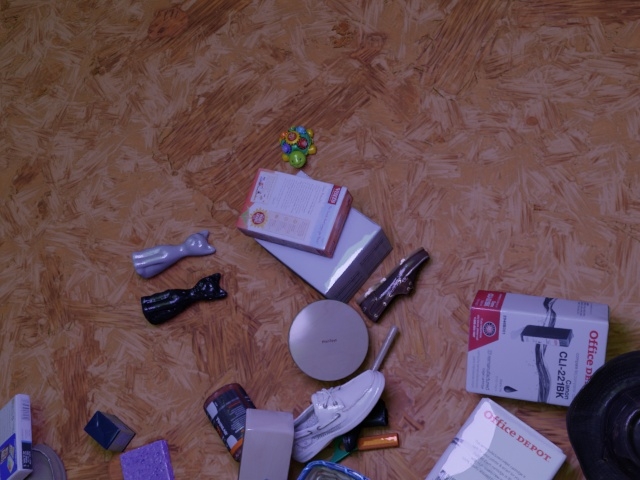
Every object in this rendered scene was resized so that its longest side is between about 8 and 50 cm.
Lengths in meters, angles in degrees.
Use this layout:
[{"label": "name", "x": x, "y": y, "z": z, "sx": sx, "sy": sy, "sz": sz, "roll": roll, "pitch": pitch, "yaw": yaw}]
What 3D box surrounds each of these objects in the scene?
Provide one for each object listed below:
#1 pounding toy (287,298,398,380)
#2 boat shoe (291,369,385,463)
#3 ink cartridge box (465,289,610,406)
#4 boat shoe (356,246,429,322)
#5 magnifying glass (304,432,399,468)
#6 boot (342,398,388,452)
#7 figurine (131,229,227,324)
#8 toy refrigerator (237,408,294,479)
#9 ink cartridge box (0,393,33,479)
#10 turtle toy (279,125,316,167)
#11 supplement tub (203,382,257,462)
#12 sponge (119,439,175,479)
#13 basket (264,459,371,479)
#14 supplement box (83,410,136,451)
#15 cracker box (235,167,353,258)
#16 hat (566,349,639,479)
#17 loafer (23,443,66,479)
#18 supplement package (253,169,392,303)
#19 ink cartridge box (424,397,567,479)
[{"label": "pounding toy", "x": 0.038, "y": 0.241, "z": 1.771, "sx": 0.237, "sy": 0.110, "sz": 0.183, "roll": 21, "pitch": 78, "yaw": -3}, {"label": "boat shoe", "x": 0.018, "y": 0.368, "z": 1.662, "sx": 0.277, "sy": 0.096, "sz": 0.098, "roll": -43, "pitch": 19, "yaw": 9}, {"label": "ink cartridge box", "x": 0.449, "y": 0.224, "z": 1.589, "sx": 0.273, "sy": 0.114, "sz": 0.197, "roll": 5, "pitch": 107, "yaw": 18}, {"label": "boat shoe", "x": 0.181, "y": 0.106, "z": 1.789, "sx": 0.207, "sy": 0.073, "sz": 0.073, "roll": -44, "pitch": 66, "yaw": 5}, {"label": "magnifying glass", "x": 0.061, "y": 0.458, "z": 1.716, "sx": 0.231, "sy": 0.026, "sz": 0.092, "roll": -11, "pitch": 67, "yaw": 15}, {"label": "boot", "x": 0.099, "y": 0.405, "z": 1.691, "sx": 0.099, "sy": 0.045, "sz": 0.121, "roll": -11, "pitch": 40, "yaw": 12}, {"label": "figurine", "x": -0.357, "y": 0.084, "z": 1.960, "sx": 0.209, "sy": 0.092, "sz": 0.214, "roll": -18, "pitch": 65, "yaw": 1}, {"label": "toy refrigerator", "x": -0.124, "y": 0.499, "z": 1.636, "sx": 0.102, "sy": 0.094, "sz": 0.269, "roll": 6, "pitch": 107, "yaw": -6}, {"label": "ink cartridge box", "x": -0.785, "y": 0.521, "z": 1.903, "sx": 0.208, "sy": 0.045, "sz": 0.206, "roll": -40, "pitch": 50, "yaw": 26}, {"label": "turtle toy", "x": -0.063, "y": -0.244, "z": 1.997, "sx": 0.095, "sy": 0.066, "sz": 0.130, "roll": -16, "pitch": 66, "yaw": 11}, {"label": "supplement tub", "x": -0.178, "y": 0.431, "z": 1.753, "sx": 0.106, "sy": 0.106, "sz": 0.198, "roll": -39, "pitch": 63, "yaw": 0}, {"label": "sponge", "x": -0.397, "y": 0.587, "z": 1.801, "sx": 0.117, "sy": 0.031, "sz": 0.210, "roll": -22, "pitch": 66, "yaw": 8}, {"label": "basket", "x": 0.026, "y": 0.556, "z": 1.539, "sx": 0.255, "sy": 0.289, "sz": 0.201, "roll": 22, "pitch": 77, "yaw": 22}, {"label": "supplement box", "x": -0.508, "y": 0.462, "z": 1.854, "sx": 0.083, "sy": 0.083, "sz": 0.056, "roll": 32, "pitch": 82, "yaw": 25}, {"label": "cracker box", "x": -0.059, "y": -0.065, "z": 1.766, "sx": 0.232, "sy": 0.067, "sz": 0.155, "roll": 15, "pitch": 75, "yaw": 23}, {"label": "hat", "x": 0.641, "y": 0.380, "z": 1.443, "sx": 0.331, "sy": 0.134, "sz": 0.331, "roll": 0, "pitch": 92, "yaw": 0}, {"label": "loafer", "x": -0.668, "y": 0.615, "z": 1.839, "sx": 0.102, "sy": 0.092, "sz": 0.268, "roll": -27, "pitch": 64, "yaw": 6}, {"label": "supplement package", "x": 0.000, "y": 0.000, "z": 1.841, "sx": 0.262, "sy": 0.145, "sz": 0.204, "roll": 37, "pitch": 84, "yaw": 26}, {"label": "ink cartridge box", "x": 0.342, "y": 0.491, "z": 1.564, "sx": 0.198, "sy": 0.115, "sz": 0.273, "roll": 34, "pitch": 83, "yaw": 25}]
